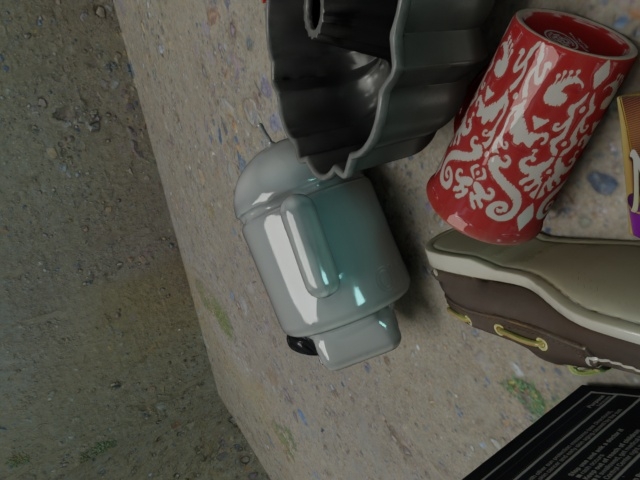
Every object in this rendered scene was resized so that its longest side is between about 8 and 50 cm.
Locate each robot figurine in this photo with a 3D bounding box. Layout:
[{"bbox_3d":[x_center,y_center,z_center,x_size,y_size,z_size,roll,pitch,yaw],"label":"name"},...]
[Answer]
[{"bbox_3d":[0.000,0.000,0.694,0.300,0.200,0.353,-33,-79,-87],"label":"robot figurine"}]

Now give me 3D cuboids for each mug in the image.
[{"bbox_3d":[0.161,-0.105,0.414,0.150,0.113,0.169,49,145,31],"label":"mug"}]

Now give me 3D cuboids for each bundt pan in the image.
[{"bbox_3d":[0.048,-0.228,0.472,0.331,0.124,0.330,170,90,-70],"label":"bundt pan"}]

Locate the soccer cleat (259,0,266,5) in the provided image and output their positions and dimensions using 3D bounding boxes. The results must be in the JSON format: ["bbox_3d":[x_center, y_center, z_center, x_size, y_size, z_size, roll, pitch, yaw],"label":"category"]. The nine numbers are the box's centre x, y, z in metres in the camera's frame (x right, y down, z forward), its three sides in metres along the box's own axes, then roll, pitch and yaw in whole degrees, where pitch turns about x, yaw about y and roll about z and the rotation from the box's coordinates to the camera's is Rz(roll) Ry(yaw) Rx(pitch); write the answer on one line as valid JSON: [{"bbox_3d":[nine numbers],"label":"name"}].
[{"bbox_3d":[-0.037,-0.390,0.632,0.196,0.068,0.076,149,113,-63],"label":"soccer cleat"}]

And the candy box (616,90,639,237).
[{"bbox_3d":[0.245,-0.037,0.267,0.186,0.053,0.109,-84,-20,-75],"label":"candy box"}]

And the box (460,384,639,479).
[{"bbox_3d":[0.245,0.245,0.308,0.182,0.297,0.294,67,155,2],"label":"box"}]

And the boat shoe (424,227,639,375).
[{"bbox_3d":[0.219,0.058,0.424,0.324,0.117,0.096,19,131,62],"label":"boat shoe"}]

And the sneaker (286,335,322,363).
[{"bbox_3d":[-0.048,0.138,1.000,0.268,0.101,0.153,55,149,20],"label":"sneaker"}]
